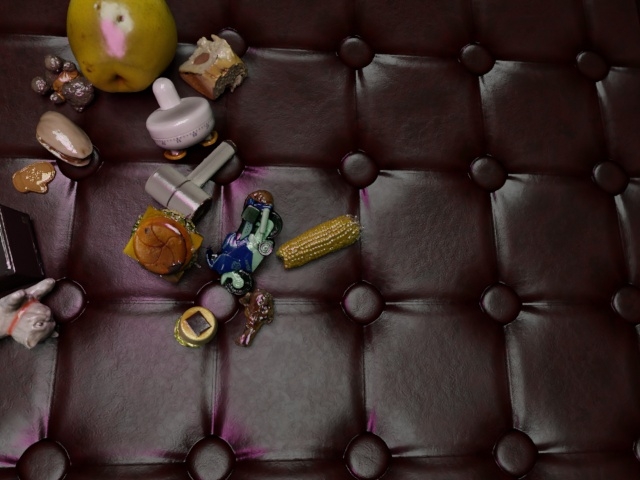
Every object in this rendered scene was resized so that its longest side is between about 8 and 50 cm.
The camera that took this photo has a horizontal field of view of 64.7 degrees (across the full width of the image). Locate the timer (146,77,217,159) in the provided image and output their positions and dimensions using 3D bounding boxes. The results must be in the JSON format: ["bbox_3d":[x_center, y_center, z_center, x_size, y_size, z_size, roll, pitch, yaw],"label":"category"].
[{"bbox_3d":[-0.489,-0.428,1.739,0.234,0.240,0.233,-11,37,9],"label":"timer"}]

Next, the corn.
[{"bbox_3d":[0.000,0.000,1.747,0.318,0.115,0.115,-25,79,-11],"label":"corn"}]

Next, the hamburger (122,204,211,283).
[{"bbox_3d":[-0.494,0.006,1.646,0.262,0.138,0.243,39,110,-4],"label":"hamburger"}]

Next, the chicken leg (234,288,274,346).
[{"bbox_3d":[-0.215,0.258,1.680,0.125,0.080,0.196,3,82,5],"label":"chicken leg"}]

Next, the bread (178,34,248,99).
[{"bbox_3d":[-0.399,-0.640,1.817,0.224,0.211,0.183,37,82,-1],"label":"bread"}]

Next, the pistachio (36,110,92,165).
[{"bbox_3d":[-0.882,-0.352,1.738,0.223,0.126,0.152,48,40,6],"label":"pistachio"}]

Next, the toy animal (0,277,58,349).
[{"bbox_3d":[-0.967,0.268,1.518,0.266,0.308,0.188,-18,98,11],"label":"toy animal"}]

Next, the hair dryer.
[{"bbox_3d":[-0.413,-0.239,1.770,0.203,0.128,0.362,37,67,4],"label":"hair dryer"}]

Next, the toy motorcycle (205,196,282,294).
[{"bbox_3d":[-0.261,0.016,1.684,0.196,0.125,0.331,27,101,-5],"label":"toy motorcycle"}]

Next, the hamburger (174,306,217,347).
[{"bbox_3d":[-0.405,0.283,1.645,0.127,0.081,0.141,35,63,1],"label":"hamburger"}]

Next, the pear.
[{"bbox_3d":[-0.673,-0.713,1.733,0.363,0.362,0.418,1,73,-6],"label":"pear"}]

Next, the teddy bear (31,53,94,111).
[{"bbox_3d":[-0.895,-0.554,1.793,0.190,0.140,0.177,42,117,-4],"label":"teddy bear"}]

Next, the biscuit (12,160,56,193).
[{"bbox_3d":[-0.981,-0.212,1.742,0.140,0.023,0.118,-36,81,-14],"label":"biscuit"}]

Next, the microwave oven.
[{"bbox_3d":[-1.017,0.032,1.595,0.178,0.188,0.247,-18,82,-5],"label":"microwave oven"}]

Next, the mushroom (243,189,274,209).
[{"bbox_3d":[-0.216,-0.116,1.765,0.109,0.085,0.126,9,85,-5],"label":"mushroom"}]
